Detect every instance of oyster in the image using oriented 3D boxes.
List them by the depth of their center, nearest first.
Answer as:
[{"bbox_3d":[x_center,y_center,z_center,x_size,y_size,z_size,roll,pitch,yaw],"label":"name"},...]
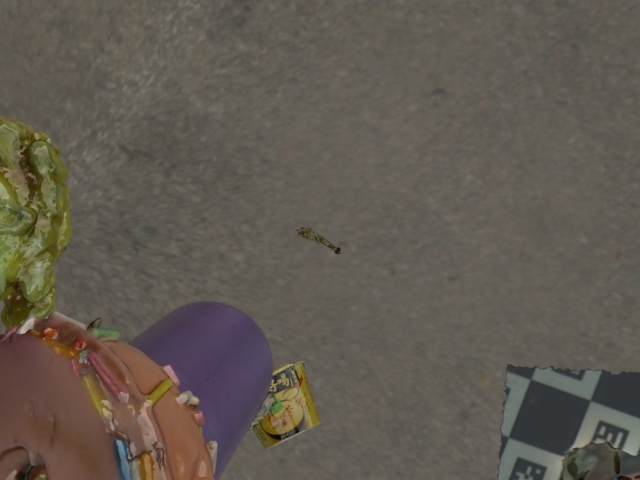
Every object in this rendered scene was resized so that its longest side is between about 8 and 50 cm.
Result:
[{"bbox_3d":[-0.097,0.253,1.507,0.083,0.081,0.038,-49,66,13],"label":"oyster"}]

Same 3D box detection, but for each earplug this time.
[{"bbox_3d":[-0.184,0.207,1.135,0.215,0.456,0.215,6,110,16],"label":"earplug"}]

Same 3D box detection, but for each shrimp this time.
[{"bbox_3d":[0.000,0.000,1.818,0.083,0.114,0.023,30,92,26],"label":"shrimp"}]

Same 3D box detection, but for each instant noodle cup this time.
[{"bbox_3d":[-0.075,0.300,1.799,0.151,0.151,0.122,-22,81,-15],"label":"instant noodle cup"}]

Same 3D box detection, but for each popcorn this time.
[{"bbox_3d":[-0.514,-0.026,1.510,0.279,0.274,0.335,17,100,-26],"label":"popcorn"}]

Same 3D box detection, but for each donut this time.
[{"bbox_3d":[-0.139,0.148,0.598,0.085,0.233,0.199,1,135,-48],"label":"donut"}]

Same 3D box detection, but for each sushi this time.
[{"bbox_3d":[0.344,0.285,1.026,0.339,0.069,0.320,3,97,3],"label":"sushi"}]

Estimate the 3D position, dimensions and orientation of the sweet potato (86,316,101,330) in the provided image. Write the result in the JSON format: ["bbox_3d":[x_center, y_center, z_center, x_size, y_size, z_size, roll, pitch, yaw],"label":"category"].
[{"bbox_3d":[-0.369,0.180,1.512,0.038,0.041,0.153,28,119,-1],"label":"sweet potato"}]
